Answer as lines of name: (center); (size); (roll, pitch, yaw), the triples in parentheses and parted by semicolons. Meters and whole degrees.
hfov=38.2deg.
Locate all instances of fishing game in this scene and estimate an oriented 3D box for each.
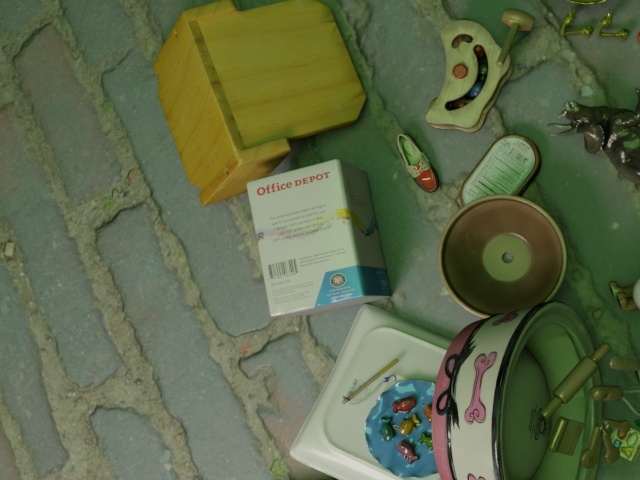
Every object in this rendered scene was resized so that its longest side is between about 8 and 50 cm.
fishing game: (0.173, 0.345, 1.703); (0.189, 0.041, 0.264); (-34, 64, -3)

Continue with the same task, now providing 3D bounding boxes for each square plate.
square plate: (0.161, 0.321, 1.766); (0.344, 0.049, 0.347); (21, 70, 19)

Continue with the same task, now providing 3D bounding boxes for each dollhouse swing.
dollhouse swing: (-0.131, -0.308, 1.976); (0.315, 0.305, 0.346); (-39, 70, 56)

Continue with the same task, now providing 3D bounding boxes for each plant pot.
plant pot: (0.348, 0.032, 1.750); (0.238, 0.110, 0.237); (0, 90, 18)

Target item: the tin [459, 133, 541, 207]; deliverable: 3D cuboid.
tin: (0.350, -0.122, 1.804); (0.106, 0.040, 0.189); (39, 99, 22)

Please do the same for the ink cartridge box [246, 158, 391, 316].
ink cartridge box: (0.000, 0.000, 1.832); (0.198, 0.197, 0.269); (-13, 82, 19)

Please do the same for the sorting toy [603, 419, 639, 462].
sorting toy: (0.567, 0.359, 1.703); (0.062, 0.012, 0.083); (26, 95, 20)

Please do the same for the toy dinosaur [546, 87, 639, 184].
toy dinosaur: (0.591, -0.174, 1.697); (0.313, 0.121, 0.160); (42, 112, 13)

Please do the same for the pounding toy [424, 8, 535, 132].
pounding toy: (0.282, -0.342, 1.779); (0.154, 0.155, 0.269); (30, 96, 15)

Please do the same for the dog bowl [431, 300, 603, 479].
dog bowl: (0.341, 0.307, 1.601); (0.150, 0.408, 0.407); (-3, 85, 39)

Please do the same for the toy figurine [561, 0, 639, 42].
toy figurine: (0.631, -0.505, 1.707); (0.363, 0.191, 0.217); (9, 59, 27)

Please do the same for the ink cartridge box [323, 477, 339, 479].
ink cartridge box: (0.047, 0.573, 1.816); (0.278, 0.117, 0.201); (-15, 81, 17)

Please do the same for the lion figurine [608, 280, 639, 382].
lion figurine: (0.666, 0.150, 1.636); (0.240, 0.142, 0.392); (-16, 95, 10)

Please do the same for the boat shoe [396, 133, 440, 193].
boat shoe: (0.195, -0.155, 1.857); (0.049, 0.043, 0.137); (-31, 78, 13)

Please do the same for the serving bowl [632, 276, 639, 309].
serving bowl: (0.573, 0.092, 1.572); (0.083, 0.027, 0.083); (2, 96, 24)

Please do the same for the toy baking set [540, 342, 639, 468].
toy baking set: (0.477, 0.267, 1.549); (0.256, 0.197, 0.030); (-49, 28, -7)
